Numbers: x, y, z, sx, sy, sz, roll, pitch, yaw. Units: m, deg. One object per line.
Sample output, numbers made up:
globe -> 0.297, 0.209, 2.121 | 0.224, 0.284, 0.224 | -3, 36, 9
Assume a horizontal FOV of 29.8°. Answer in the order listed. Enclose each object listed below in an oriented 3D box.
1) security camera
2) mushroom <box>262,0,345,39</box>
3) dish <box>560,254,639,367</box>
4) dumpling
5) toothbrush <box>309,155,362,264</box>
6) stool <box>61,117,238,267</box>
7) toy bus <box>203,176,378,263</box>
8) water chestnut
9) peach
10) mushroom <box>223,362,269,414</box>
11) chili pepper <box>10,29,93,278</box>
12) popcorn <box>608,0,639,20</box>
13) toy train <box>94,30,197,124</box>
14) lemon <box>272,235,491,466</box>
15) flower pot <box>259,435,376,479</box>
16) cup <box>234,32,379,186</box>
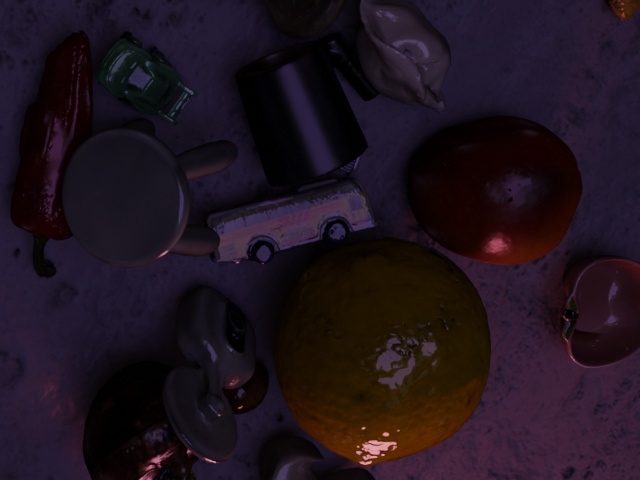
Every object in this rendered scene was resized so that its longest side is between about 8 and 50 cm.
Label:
security camera -> -0.163, 0.202, 1.838 | 0.080, 0.302, 0.157 | -30, 124, 23
mushroom -> -0.079, -0.439, 1.757 | 0.247, 0.130, 0.344 | -43, 114, -8
dish -> 0.494, 0.115, 2.153 | 0.213, 0.090, 0.213 | -7, 109, -20
dumpling -> 0.129, -0.288, 1.857 | 0.132, 0.162, 0.250 | -23, 122, 22
toothbrush -> 0.000, 0.000, 1.977 | 0.029, 0.024, 0.354 | 18, 99, -16
stool -> -0.242, -0.068, 1.741 | 0.195, 0.198, 0.195 | 16, 102, 18
toy bus -> -0.050, -0.030, 1.903 | 0.268, 0.092, 0.106 | -15, 97, -9
water chestnut -> -0.261, 0.310, 1.868 | 0.223, 0.224, 0.238 | -36, 72, -6
peach -> 0.282, -0.089, 1.968 | 0.274, 0.245, 0.249 | 2, 77, -10
mushroom -> -0.144, 0.248, 1.976 | 0.129, 0.073, 0.088 | -5, 138, -16
chili pepper -> -0.385, -0.118, 1.756 | 0.110, 0.110, 0.388 | 7, 106, -21
popcorn -> 0.510, -0.421, 2.017 | 0.084, 0.084, 0.084 | -6, 108, -18
toy train -> -0.259, -0.235, 1.769 | 0.099, 0.081, 0.149 | -53, 152, 4
lemon -> 0.099, 0.180, 1.896 | 0.349, 0.350, 0.387 | -18, 121, -14
flower pot -> -0.037, 0.533, 2.051 | 0.254, 0.164, 0.368 | 23, 98, -19
cup -> -0.022, -0.212, 1.863 | 0.166, 0.239, 0.177 | -12, 110, 29
